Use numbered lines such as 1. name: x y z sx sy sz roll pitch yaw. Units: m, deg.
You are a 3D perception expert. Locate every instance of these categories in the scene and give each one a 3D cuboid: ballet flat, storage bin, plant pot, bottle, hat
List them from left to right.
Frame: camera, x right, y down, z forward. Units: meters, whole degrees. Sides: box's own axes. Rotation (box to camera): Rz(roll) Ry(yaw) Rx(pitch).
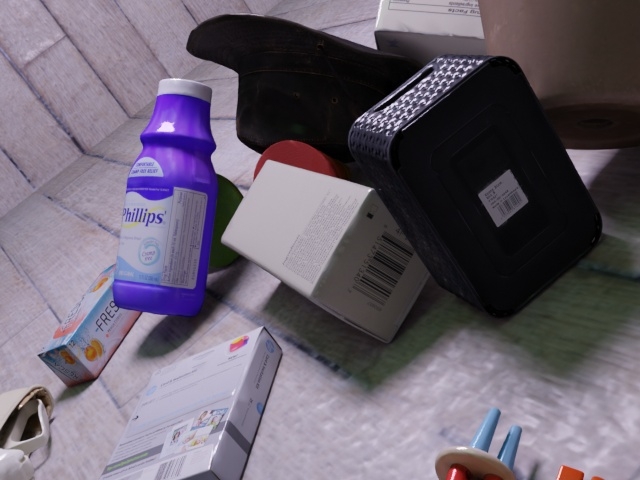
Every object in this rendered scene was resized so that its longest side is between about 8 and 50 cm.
1. ballet flat: -0.342 0.234 0.922 0.086 0.086 0.248 -32 21 9
2. bottle: -0.182 -0.051 1.034 0.118 0.092 0.282 4 85 42
3. hat: -0.019 -0.166 1.093 0.331 0.331 0.133 5 82 58
4. storage bin: 0.122 -0.044 0.668 0.122 0.180 0.084 -39 21 -8
5. plant pot: 0.236 -0.203 0.714 0.263 0.263 0.229 -7 76 50

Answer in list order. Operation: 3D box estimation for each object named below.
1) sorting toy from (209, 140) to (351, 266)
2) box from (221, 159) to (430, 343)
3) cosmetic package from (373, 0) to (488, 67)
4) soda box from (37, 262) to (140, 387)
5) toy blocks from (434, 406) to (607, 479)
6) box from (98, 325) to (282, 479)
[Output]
1. sorting toy: -0.096 -0.046 1.127 0.366 0.127 0.126 -16 6 36
2. box: 0.000 0.000 0.834 0.113 0.094 0.275 -59 24 -1
3. cosmetic package: 0.169 -0.356 1.063 0.153 0.129 0.296 10 76 13
4. soda box: -0.289 0.104 1.117 0.058 0.063 0.183 -21 26 31
5. toy blocks: 0.106 0.152 0.463 0.123 0.054 0.148 -15 29 42
6. box: -0.121 0.170 0.775 0.145 0.038 0.186 -25 25 24
